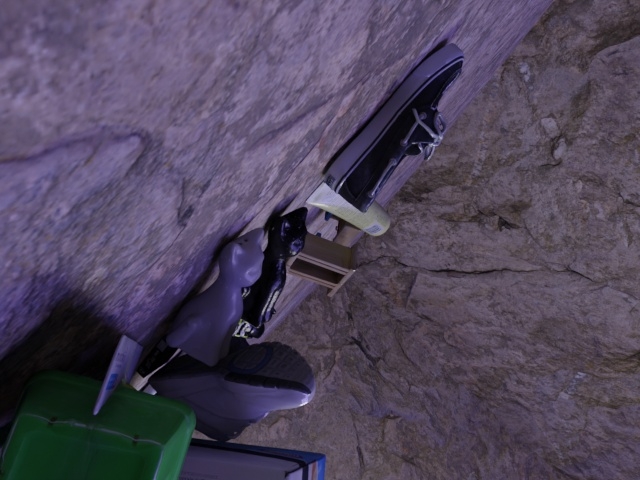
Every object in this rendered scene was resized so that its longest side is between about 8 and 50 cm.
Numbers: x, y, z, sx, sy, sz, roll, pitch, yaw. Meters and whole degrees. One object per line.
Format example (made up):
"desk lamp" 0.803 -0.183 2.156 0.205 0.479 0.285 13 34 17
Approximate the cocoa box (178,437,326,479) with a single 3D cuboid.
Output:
"cocoa box" -0.187 0.412 0.713 0.228 0.347 0.231 54 39 -67

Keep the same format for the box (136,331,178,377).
"box" -0.245 0.173 0.787 0.083 0.018 0.067 -49 174 20

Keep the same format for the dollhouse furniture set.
"dollhouse furniture set" 0.000 0.000 1.066 0.129 0.129 0.183 127 -21 -49

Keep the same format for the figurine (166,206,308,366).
"figurine" -0.108 0.054 0.730 0.209 0.092 0.215 -59 169 26

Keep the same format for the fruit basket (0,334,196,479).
"fruit basket" -0.245 0.255 0.484 0.353 0.165 0.327 -25 -132 65

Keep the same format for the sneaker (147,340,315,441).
"sneaker" -0.125 0.231 0.747 0.297 0.129 0.111 -12 -170 35

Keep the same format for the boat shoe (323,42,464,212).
"boat shoe" 0.143 -0.176 0.799 0.306 0.105 0.113 -48 172 -9

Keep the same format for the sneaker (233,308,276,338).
"sneaker" -0.142 0.140 0.918 0.084 0.097 0.235 -50 174 20

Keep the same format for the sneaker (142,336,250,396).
"sneaker" -0.231 0.288 0.990 0.268 0.153 0.101 -45 173 -22

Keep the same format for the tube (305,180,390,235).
"tube" 0.062 -0.070 0.943 0.240 0.062 0.070 27 66 -57
